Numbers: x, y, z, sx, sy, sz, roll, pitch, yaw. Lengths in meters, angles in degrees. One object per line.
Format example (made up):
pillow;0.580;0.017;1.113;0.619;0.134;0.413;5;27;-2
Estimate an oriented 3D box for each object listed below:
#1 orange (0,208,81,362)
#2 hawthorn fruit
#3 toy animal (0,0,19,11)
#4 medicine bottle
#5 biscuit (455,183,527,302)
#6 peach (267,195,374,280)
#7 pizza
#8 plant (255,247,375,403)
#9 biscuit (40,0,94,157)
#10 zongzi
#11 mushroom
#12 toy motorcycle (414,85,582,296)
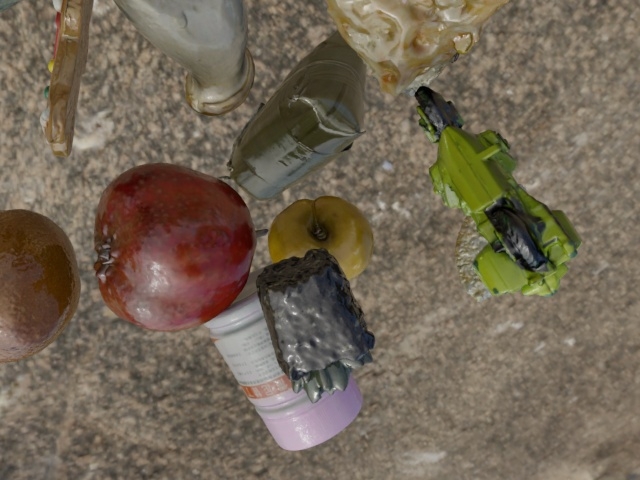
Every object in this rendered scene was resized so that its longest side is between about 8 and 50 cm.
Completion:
orange;-0.536;0.070;1.227;0.264;0.264;0.264;-16;138;-15
hawthorn fruit;-0.225;0.006;1.244;0.330;0.287;0.287;-8;136;-38
toy animal;-0.539;-0.439;1.085;0.127;0.251;0.125;-12;134;-39
medicine bottle;-0.072;0.223;1.395;0.202;0.202;0.316;-29;103;0
biscuit;0.385;0.008;1.530;0.040;0.188;0.265;0;114;-67
peach;0.000;0.000;1.204;0.179;0.179;0.103;-19;142;-12
pizza;0.108;-0.396;0.980;0.392;0.080;0.435;28;138;-20
plant;-0.002;0.115;0.949;0.132;0.129;0.194;-19;113;2
biscuit;-0.383;-0.297;1.094;0.047;0.339;0.216;8;171;-17
zongzi;-0.063;-0.262;1.561;0.181;0.418;0.447;37;137;-22
mushroom;-0.149;-0.255;0.819;0.128;0.128;0.350;-28;161;-2
toy motorcycle;0.238;-0.068;1.037;0.142;0.342;0.206;-39;143;19
